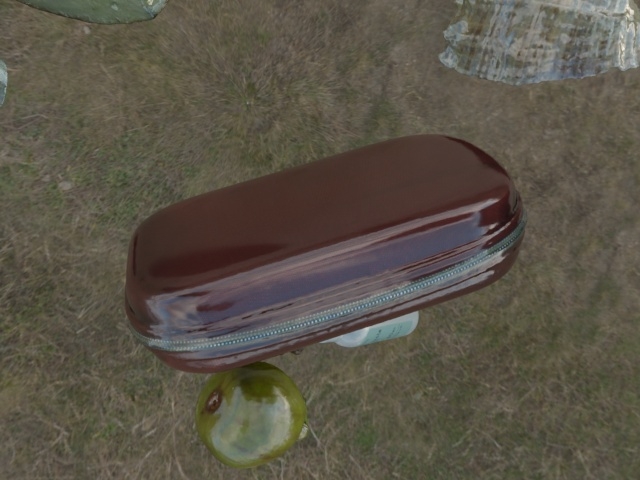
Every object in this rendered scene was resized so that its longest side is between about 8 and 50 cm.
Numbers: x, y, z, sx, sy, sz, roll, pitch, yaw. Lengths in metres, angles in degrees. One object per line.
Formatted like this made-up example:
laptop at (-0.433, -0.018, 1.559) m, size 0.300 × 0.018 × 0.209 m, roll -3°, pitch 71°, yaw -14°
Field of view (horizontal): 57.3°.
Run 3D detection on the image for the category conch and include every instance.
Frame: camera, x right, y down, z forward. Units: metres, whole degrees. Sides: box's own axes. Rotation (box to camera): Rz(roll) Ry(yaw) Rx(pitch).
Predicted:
conch at (0.313, -0.358, 0.851) m, size 0.297 × 0.352 × 0.210 m, roll -43°, pitch 129°, yaw -20°

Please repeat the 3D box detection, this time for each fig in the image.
fig at (-0.085, 0.251, 0.811) m, size 0.142 × 0.148 × 0.186 m, roll -48°, pitch 119°, yaw -15°

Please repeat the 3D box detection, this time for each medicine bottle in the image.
medicine bottle at (0.078, 0.181, 1.311) m, size 0.352 × 0.110 × 0.110 m, roll -1°, pitch 107°, yaw -46°

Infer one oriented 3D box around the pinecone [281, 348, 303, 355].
pinecone at (-0.082, 0.051, 1.050) m, size 0.242 × 0.295 × 0.298 m, roll 10°, pitch 136°, yaw -4°

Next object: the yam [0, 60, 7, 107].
yam at (-0.678, -0.311, 0.999) m, size 0.259 × 0.093 × 0.093 m, roll 16°, pitch 103°, yaw -44°

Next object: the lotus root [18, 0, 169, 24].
lotus root at (-0.297, -0.382, 0.716) m, size 0.314 × 0.142 × 0.210 m, roll 23°, pitch 78°, yaw 22°

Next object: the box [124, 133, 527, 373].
box at (0.000, 0.000, 0.607) m, size 0.404 × 0.263 × 0.108 m, roll -17°, pitch 118°, yaw -5°
